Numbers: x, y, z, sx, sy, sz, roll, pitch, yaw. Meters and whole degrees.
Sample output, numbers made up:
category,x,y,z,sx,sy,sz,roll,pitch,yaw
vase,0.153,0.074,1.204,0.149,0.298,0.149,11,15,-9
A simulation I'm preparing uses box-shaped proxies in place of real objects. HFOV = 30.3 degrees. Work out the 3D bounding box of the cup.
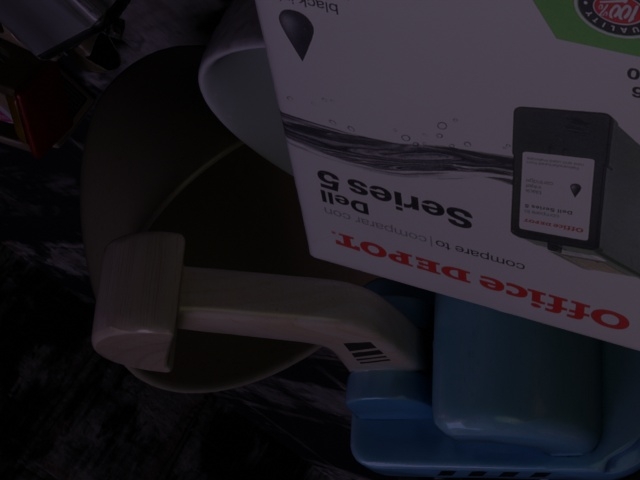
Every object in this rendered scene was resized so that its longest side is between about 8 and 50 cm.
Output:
category,x,y,z,sx,sy,sz,roll,pitch,yaw
cup,-0.096,-0.054,1.132,0.237,0.331,0.331,51,176,35

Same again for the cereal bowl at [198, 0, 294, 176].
category,x,y,z,sx,sy,sz,roll,pitch,yaw
cereal bowl,0.092,-0.108,0.828,0.339,0.141,0.339,20,167,5

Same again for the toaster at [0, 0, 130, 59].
category,x,y,z,sx,sy,sz,roll,pitch,yaw
toaster,-0.179,-0.239,0.920,0.110,0.168,0.186,40,161,-23

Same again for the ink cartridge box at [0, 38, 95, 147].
category,x,y,z,sx,sy,sz,roll,pitch,yaw
ink cartridge box,-0.437,-0.215,1.544,0.235,0.088,0.193,9,151,49

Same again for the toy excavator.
category,x,y,z,sx,sy,sz,roll,pitch,yaw
toy excavator,0.081,0.091,1.010,0.433,0.222,0.445,-2,158,16

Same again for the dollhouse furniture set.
category,x,y,z,sx,sy,sz,roll,pitch,yaw
dollhouse furniture set,-0.326,-0.183,1.126,0.152,0.201,0.374,25,146,21

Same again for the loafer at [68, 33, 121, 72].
category,x,y,z,sx,sy,sz,roll,pitch,yaw
loafer,-0.260,-0.230,1.273,0.050,0.056,0.148,17,165,30

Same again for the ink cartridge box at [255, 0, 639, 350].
category,x,y,z,sx,sy,sz,roll,pitch,yaw
ink cartridge box,0.088,-0.082,0.524,0.198,0.114,0.273,16,149,19
